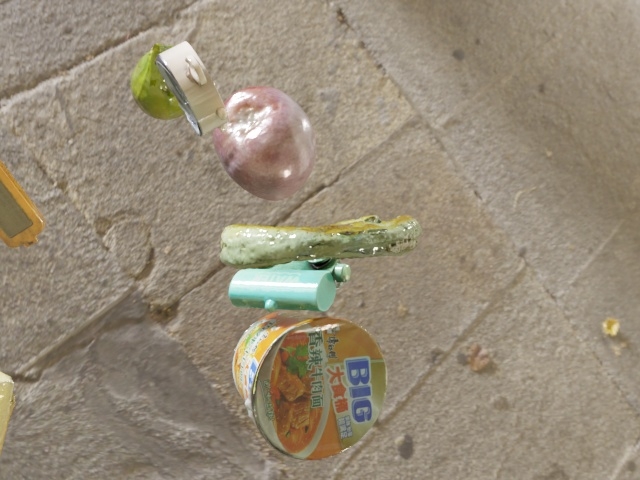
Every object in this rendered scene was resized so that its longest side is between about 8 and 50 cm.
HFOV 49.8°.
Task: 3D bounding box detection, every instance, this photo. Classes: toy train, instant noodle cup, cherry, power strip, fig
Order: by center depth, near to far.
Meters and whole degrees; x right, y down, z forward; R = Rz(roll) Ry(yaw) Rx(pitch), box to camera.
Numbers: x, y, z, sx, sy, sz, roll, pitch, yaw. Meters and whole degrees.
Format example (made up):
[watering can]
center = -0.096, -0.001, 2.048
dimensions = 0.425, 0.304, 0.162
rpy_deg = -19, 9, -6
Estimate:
[power strip]
center = -0.371, -0.070, 0.763
dimensions = 0.049, 0.028, 0.178
rpy_deg = -32, 107, 0
[toy train]
center = -0.067, 0.085, 1.376
dimensions = 0.159, 0.248, 0.101
rpy_deg = -55, 134, -43
[instant noodle cup]
center = -0.039, 0.277, 1.419
dimensions = 0.296, 0.214, 0.296
rpy_deg = -3, 96, -24
[cherry]
center = -0.103, -0.196, 1.435
dimensions = 0.239, 0.239, 0.206
rpy_deg = 41, 97, -10
[fig]
center = -0.344, -0.361, 1.570
dimensions = 0.167, 0.233, 0.167
rpy_deg = -2, 95, -26

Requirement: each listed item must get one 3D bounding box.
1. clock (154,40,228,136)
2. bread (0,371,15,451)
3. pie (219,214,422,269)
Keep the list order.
[clock]
center = -0.217, -0.252, 1.168
dimensions = 0.063, 0.229, 0.155
rpy_deg = -29, 92, -8
[bread]
center = -0.645, 0.308, 1.174
dimensions = 0.111, 0.239, 0.246
rpy_deg = 24, 80, -56
[pie]
center = -0.008, 0.000, 1.030
dimensions = 0.303, 0.302, 0.066
rpy_deg = -4, 92, -26
